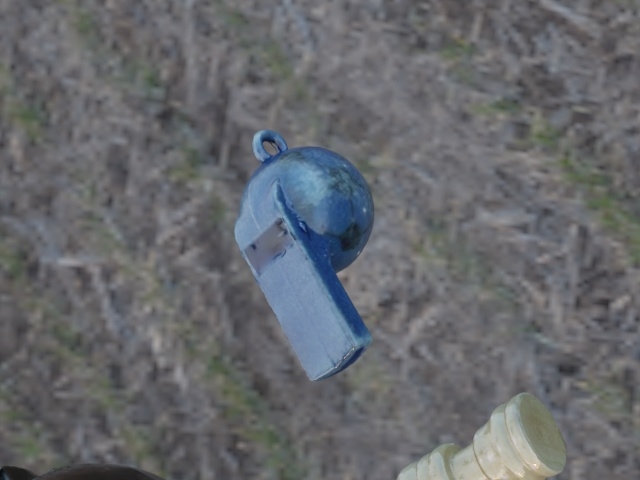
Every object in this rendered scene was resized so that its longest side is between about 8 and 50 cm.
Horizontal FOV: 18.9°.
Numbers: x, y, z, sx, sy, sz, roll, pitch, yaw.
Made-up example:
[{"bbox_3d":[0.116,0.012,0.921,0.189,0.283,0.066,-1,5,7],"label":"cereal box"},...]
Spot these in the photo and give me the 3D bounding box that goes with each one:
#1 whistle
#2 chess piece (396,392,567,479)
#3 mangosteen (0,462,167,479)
[{"bbox_3d":[0.000,0.000,1.167,0.090,0.090,0.158,-40,74,41],"label":"whistle"},{"bbox_3d":[0.053,0.097,0.783,0.092,0.035,0.035,-32,60,28],"label":"chess piece"},{"bbox_3d":[-0.134,0.198,1.054,0.184,0.172,0.172,20,101,39],"label":"mangosteen"}]
